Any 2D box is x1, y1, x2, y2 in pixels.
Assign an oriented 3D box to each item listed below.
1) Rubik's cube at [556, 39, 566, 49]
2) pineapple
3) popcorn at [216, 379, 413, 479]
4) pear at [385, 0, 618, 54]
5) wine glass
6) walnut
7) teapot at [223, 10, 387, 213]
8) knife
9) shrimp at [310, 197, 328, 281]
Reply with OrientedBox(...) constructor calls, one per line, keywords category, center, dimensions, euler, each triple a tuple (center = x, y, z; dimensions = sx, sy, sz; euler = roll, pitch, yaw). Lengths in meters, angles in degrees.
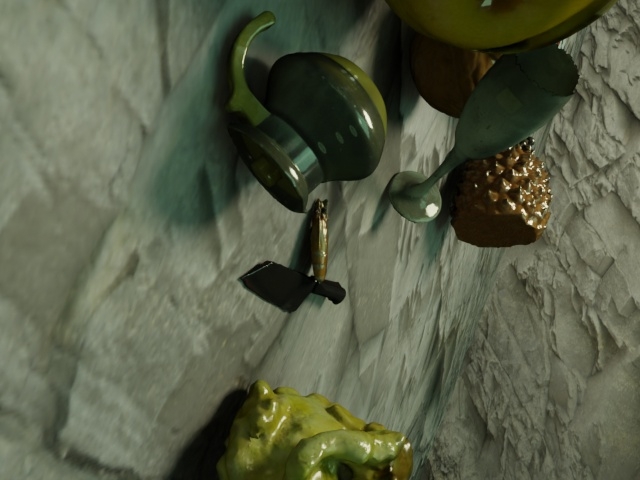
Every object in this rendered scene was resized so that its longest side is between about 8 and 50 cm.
OrientedBox(category="Rubik's cube", center=(0.364, -0.345, 0.846), dimensions=(0.154, 0.155, 0.151), euler=(-66, 152, -5))
OrientedBox(category="pineapple", center=(0.426, -0.171, 1.051), dimensions=(0.223, 0.222, 0.357), euler=(52, 46, -58))
OrientedBox(category="popcorn", center=(-0.021, 0.307, 0.527), dimensions=(0.293, 0.237, 0.293), euler=(-45, 147, -42))
OrientedBox(category="pear", center=(0.170, -0.340, 0.394), dimensions=(0.285, 0.284, 0.337), euler=(6, 97, -61))
OrientedBox(category="wine glass", center=(0.153, -0.073, 0.570), dimensions=(0.264, 0.096, 0.309), euler=(-50, 179, -28))
OrientedBox(category="walnut", center=(0.208, -0.263, 0.627), dimensions=(0.167, 0.167, 0.207), euler=(-66, 153, -5))
OrientedBox(category="teapot", center=(-0.021, -0.108, 0.393), dimensions=(0.119, 0.130, 0.166), euler=(-44, 113, -13))
OrientedBox(category="knife", center=(-0.031, 0.065, 0.578), dimensions=(0.060, 0.028, 0.230), euler=(-56, 150, 3))
OrientedBox(category="shrimp", center=(0.000, 0.000, 0.580), dimensions=(0.059, 0.023, 0.108), euler=(-36, 128, -83))
